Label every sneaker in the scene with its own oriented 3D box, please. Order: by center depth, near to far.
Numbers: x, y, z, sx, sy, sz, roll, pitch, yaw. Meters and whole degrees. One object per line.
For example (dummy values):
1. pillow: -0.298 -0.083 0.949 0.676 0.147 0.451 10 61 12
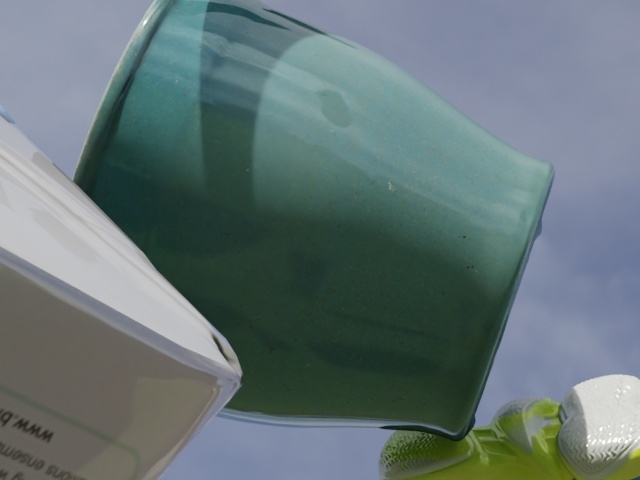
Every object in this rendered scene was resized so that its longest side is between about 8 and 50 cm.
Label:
1. sneaker: 0.160 0.161 1.048 0.240 0.091 0.126 -8 -65 31

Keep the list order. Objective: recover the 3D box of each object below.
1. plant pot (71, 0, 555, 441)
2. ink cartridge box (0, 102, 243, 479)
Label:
1. plant pot: 0.000 0.000 1.023 0.255 0.271 0.271 19 -48 6
2. ink cartridge box: -0.249 0.092 0.332 0.151 0.395 0.270 42 4 41
